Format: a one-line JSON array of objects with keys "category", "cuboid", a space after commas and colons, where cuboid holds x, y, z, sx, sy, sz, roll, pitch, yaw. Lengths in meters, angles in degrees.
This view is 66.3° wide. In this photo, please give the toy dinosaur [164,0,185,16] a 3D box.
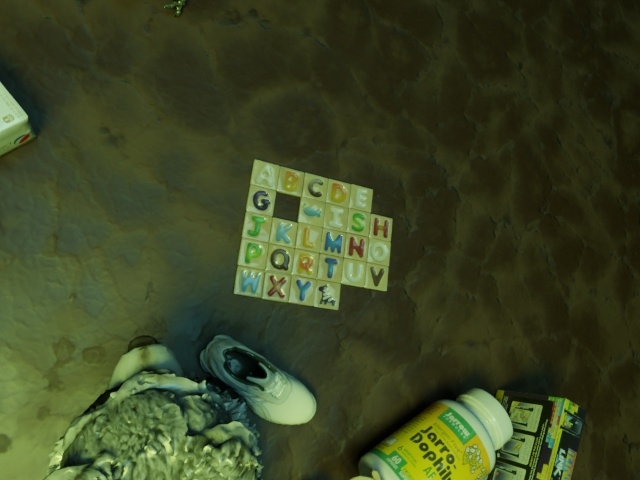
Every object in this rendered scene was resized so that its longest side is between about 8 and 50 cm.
[{"category": "toy dinosaur", "cuboid": [-0.235, -0.388, 0.680, 0.268, 0.064, 0.118, 4, 72, -25]}]

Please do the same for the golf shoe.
[{"category": "golf shoe", "cuboid": [-0.072, 0.186, 0.626, 0.176, 0.086, 0.069, 35, 68, -15]}]

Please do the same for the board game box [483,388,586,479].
[{"category": "board game box", "cuboid": [0.302, 0.315, 0.726, 0.048, 0.141, 0.170, 31, 70, -13]}]

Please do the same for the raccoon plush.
[{"category": "raccoon plush", "cuboid": [-0.103, 0.306, 0.465, 0.216, 0.299, 0.447, -29, 92, -20]}]

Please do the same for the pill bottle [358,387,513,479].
[{"category": "pill bottle", "cuboid": [0.166, 0.299, 0.686, 0.208, 0.117, 0.118, -25, 91, -24]}]

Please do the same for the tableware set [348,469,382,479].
[{"category": "tableware set", "cuboid": [0.045, 0.363, 0.619, 0.141, 0.168, 0.020, 61, 26, -9]}]

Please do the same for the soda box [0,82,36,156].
[{"category": "soda box", "cuboid": [-0.429, -0.196, 0.556, 0.074, 0.069, 0.216, -40, 96, -24]}]

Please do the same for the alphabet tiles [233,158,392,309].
[{"category": "alphabet tiles", "cuboid": [0.000, 0.000, 0.732, 0.237, 0.009, 0.199, 12, 76, -20]}]
